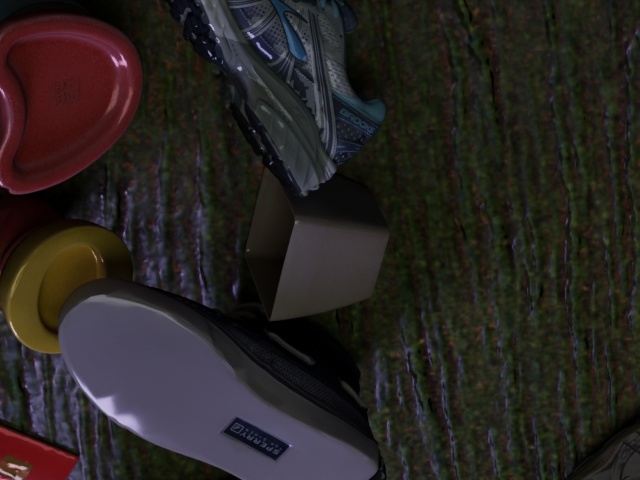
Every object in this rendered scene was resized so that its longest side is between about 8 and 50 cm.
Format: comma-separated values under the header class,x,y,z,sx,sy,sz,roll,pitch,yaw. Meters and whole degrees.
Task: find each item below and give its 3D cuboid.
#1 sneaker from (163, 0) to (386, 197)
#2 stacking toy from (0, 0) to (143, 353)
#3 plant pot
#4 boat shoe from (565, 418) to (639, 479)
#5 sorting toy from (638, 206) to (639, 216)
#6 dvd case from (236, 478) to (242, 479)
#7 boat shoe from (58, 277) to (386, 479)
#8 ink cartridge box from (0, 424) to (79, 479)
class,x,y,z,sx,sy,sz,roll,pitch,yaw
sneaker,-0.044,-0.181,1.461,0.122,0.110,0.283,-35,114,-12
stacking toy,-0.293,-0.057,1.453,0.279,0.130,0.309,-10,121,-36
plant pot,0.000,0.000,1.560,0.096,0.109,0.109,4,122,-18
boat shoe,0.297,0.213,1.741,0.153,0.048,0.056,-43,102,13
sorting toy,0.455,0.019,1.623,0.347,0.047,0.196,12,120,-9
dvd case,-0.144,0.351,1.746,0.238,0.029,0.179,-26,123,-19
boat shoe,-0.090,0.108,1.581,0.127,0.158,0.340,-40,120,20
ink cartridge box,-0.421,0.264,1.719,0.296,0.066,0.261,25,118,-17
